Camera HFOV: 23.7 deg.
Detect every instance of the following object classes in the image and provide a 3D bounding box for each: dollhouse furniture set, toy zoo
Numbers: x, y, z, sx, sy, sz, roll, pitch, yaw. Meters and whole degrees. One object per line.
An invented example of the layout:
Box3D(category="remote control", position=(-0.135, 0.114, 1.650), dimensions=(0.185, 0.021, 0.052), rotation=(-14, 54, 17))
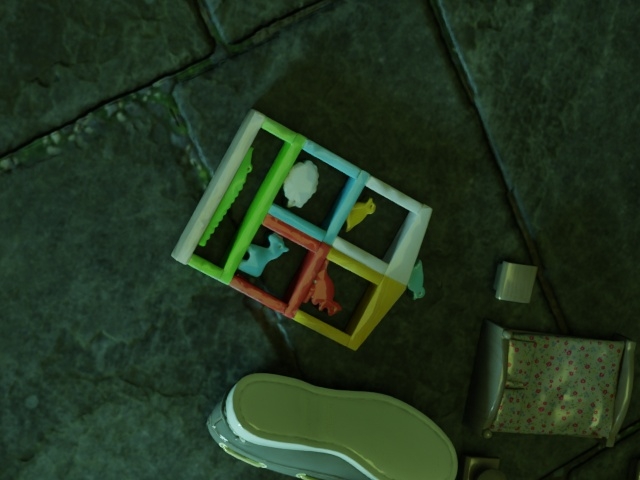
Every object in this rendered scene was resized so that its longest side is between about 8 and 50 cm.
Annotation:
Box3D(category="dollhouse furniture set", position=(0.348, 0.225, 1.840), dimensions=(0.303, 0.174, 0.356), rotation=(6, 99, -20))
Box3D(category="toy zoo", position=(0.000, 0.000, 1.754), dimensions=(0.293, 0.030, 0.192), rotation=(29, 91, -21))

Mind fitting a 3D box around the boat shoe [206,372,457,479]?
Box3D(category="boat shoe", position=(0.016, 0.232, 1.774), dimensions=(0.305, 0.091, 0.109), rotation=(19, 57, -23))
